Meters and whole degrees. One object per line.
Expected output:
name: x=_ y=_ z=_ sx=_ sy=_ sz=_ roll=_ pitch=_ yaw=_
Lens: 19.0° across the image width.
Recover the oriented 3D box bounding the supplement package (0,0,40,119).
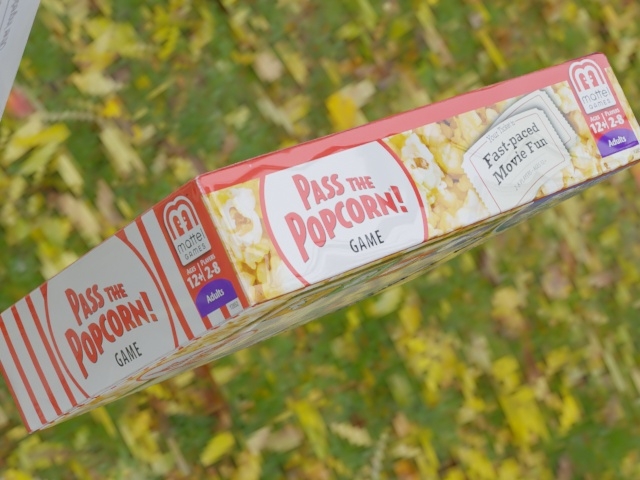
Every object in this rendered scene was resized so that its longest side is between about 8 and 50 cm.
supplement package: x=-0.193 y=-0.080 z=0.336 sx=0.262 sy=0.204 sz=0.145 roll=38 pitch=55 yaw=4

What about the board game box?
board game box: x=0.000 y=0.000 z=0.668 sx=0.193 sy=0.147 sz=0.045 roll=-20 pitch=83 yaw=-41
